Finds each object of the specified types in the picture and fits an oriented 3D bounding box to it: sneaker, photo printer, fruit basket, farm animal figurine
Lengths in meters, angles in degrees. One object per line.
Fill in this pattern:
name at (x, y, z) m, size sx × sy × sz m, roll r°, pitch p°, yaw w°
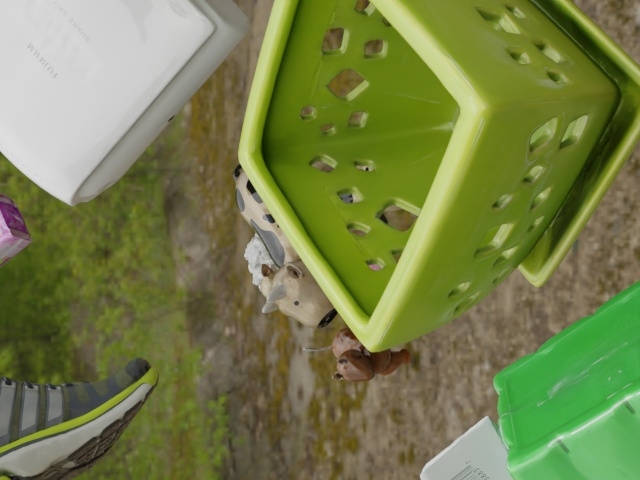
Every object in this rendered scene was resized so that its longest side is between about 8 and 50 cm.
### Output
sneaker at (-0.269, 0.164, 0.898) m, size 0.121 × 0.300 × 0.111 m, roll 47°, pitch 123°, yaw 12°
photo printer at (-0.257, -0.207, 1.039) m, size 0.307 × 0.256 × 0.107 m, roll -43°, pitch -4°, yaw 25°
fruit basket at (0.306, 0.179, 0.725) m, size 0.327 × 0.353 × 0.165 m, roll -39°, pitch 27°, yaw 22°
farm animal figurine at (0.000, 0.000, 1.095) m, size 0.327 × 0.172 × 0.330 m, roll 47°, pitch 140°, yaw 40°

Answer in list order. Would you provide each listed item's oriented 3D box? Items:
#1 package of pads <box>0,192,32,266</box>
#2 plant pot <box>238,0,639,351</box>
package of pads at (-0.289, 0.003, 0.830) m, size 0.050 × 0.083 × 0.032 m, roll 59°, pitch -165°, yaw 25°
plant pot at (0.095, -0.086, 0.713) m, size 0.228 × 0.207 × 0.227 m, roll 56°, pitch 142°, yaw 34°
